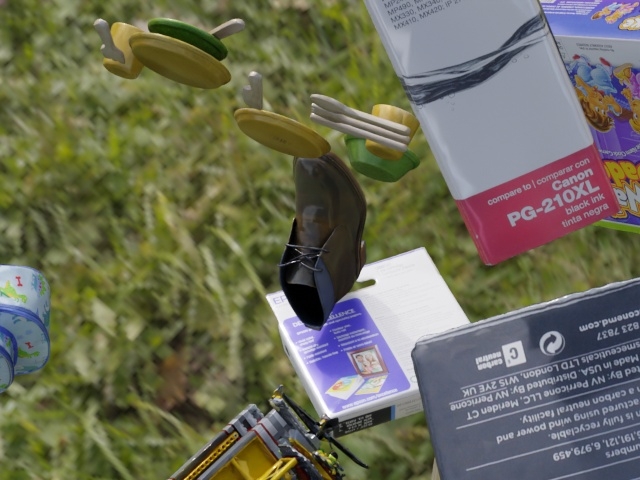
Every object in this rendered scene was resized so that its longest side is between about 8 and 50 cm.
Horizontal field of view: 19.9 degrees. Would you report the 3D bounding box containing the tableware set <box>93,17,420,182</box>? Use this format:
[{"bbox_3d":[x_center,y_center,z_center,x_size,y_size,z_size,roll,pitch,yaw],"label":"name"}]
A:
[{"bbox_3d":[-0.026,-0.067,0.824,0.154,0.104,0.024,19,76,4],"label":"tableware set"}]

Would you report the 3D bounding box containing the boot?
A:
[{"bbox_3d":[0.000,0.000,1.998,0.082,0.219,0.106,8,51,21],"label":"boot"}]

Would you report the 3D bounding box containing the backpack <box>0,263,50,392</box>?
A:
[{"bbox_3d":[-0.264,0.070,1.397,0.114,0.105,0.084,-1,55,-7],"label":"backpack"}]

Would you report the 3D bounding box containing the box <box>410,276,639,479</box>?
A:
[{"bbox_3d":[0.238,0.268,1.385,0.212,0.293,0.395,-17,66,10],"label":"box"}]

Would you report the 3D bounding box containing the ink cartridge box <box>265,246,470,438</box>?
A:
[{"bbox_3d":[0.068,0.114,2.072,0.206,0.045,0.208,-16,46,-13],"label":"ink cartridge box"}]

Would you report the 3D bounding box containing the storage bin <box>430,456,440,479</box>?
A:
[{"bbox_3d":[0.209,0.316,1.916,0.123,0.262,0.260,6,99,-16],"label":"storage bin"}]

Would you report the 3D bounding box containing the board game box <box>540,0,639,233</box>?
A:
[{"bbox_3d":[0.337,-0.105,1.610,0.078,0.233,0.347,-43,29,-23],"label":"board game box"}]

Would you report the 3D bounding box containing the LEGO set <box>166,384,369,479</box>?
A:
[{"bbox_3d":[-0.012,0.270,1.750,0.192,0.331,0.255,-42,93,-22],"label":"LEGO set"}]

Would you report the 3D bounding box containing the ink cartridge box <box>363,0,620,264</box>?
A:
[{"bbox_3d":[0.097,-0.132,1.184,0.100,0.237,0.172,-23,26,8],"label":"ink cartridge box"}]
